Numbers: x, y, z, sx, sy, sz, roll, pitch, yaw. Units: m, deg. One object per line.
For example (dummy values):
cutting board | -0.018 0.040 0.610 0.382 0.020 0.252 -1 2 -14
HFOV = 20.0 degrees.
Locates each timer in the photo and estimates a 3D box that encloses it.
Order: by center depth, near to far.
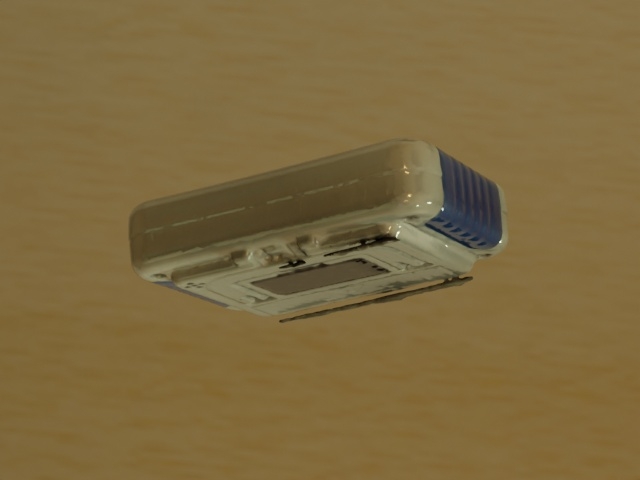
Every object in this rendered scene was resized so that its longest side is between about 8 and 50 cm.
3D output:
timer | 0.000 0.000 1.354 0.178 0.253 0.078 22 59 -59
